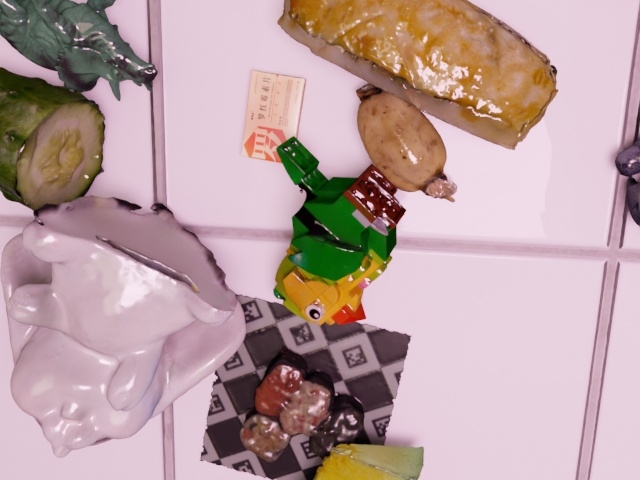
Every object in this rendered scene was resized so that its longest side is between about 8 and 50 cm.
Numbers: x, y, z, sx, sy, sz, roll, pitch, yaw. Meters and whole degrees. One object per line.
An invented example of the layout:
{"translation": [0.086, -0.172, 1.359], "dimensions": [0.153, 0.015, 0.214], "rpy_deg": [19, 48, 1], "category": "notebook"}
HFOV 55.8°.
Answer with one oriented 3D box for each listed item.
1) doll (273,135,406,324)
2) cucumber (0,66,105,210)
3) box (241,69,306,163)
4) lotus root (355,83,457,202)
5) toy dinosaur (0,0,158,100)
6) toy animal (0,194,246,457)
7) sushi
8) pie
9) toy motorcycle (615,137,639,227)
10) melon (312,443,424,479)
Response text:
{"translation": [0.008, 0.003, 0.624], "dimensions": [0.134, 0.106, 0.187], "rpy_deg": [19, 121, 12], "category": "doll"}
{"translation": [-0.361, -0.129, 0.640], "dimensions": [0.244, 0.134, 0.134], "rpy_deg": [26, 105, 9], "category": "cucumber"}
{"translation": [-0.051, -0.131, 0.648], "dimensions": [0.058, 0.015, 0.093], "rpy_deg": [11, 103, 4], "category": "box"}
{"translation": [0.085, -0.096, 0.613], "dimensions": [0.072, 0.063, 0.152], "rpy_deg": [-40, 91, 4], "category": "lotus root"}
{"translation": [-0.294, -0.241, 0.616], "dimensions": [0.292, 0.079, 0.120], "rpy_deg": [36, 140, -5], "category": "toy dinosaur"}
{"translation": [-0.231, 0.084, 0.646], "dimensions": [0.289, 0.174, 0.249], "rpy_deg": [-39, 106, 13], "category": "toy animal"}
{"translation": [-0.027, 0.198, 0.702], "dimensions": [0.219, 0.047, 0.232], "rpy_deg": [13, 104, 5], "category": "sushi"}
{"translation": [0.092, -0.193, 0.576], "dimensions": [0.282, 0.068, 0.129], "rpy_deg": [30, 81, 4], "category": "pie"}
{"translation": [0.353, -0.075, 0.581], "dimensions": [0.124, 0.061, 0.194], "rpy_deg": [21, 106, 5], "category": "toy motorcycle"}
{"translation": [0.009, 0.315, 0.703], "dimensions": [0.114, 0.053, 0.262], "rpy_deg": [35, 114, -15], "category": "melon"}
